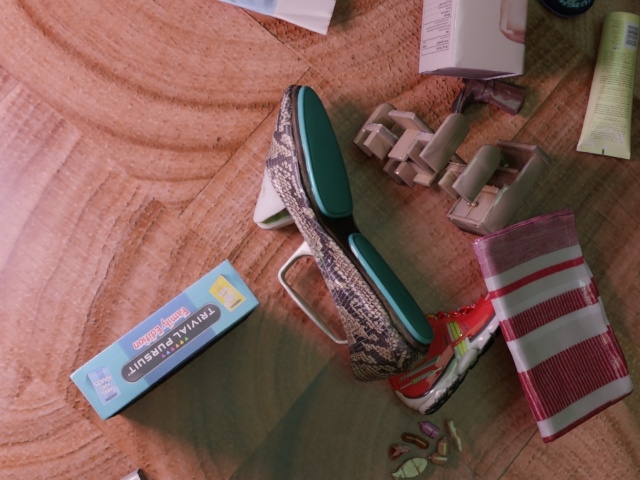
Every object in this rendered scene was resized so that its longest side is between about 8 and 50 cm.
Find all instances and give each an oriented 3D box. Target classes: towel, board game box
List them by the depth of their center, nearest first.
[{"bbox_3d":[-0.218,0.149,1.647,0.254,0.336,0.079,-37,89,-9],"label":"board game box"},{"bbox_3d":[0.372,0.126,1.810,0.237,0.037,0.329,-18,88,-40],"label":"towel"}]

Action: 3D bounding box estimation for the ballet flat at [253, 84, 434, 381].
[{"bbox_3d":[0.000,0.000,1.788,0.182,0.164,0.483,-29,81,21],"label":"ballet flat"}]

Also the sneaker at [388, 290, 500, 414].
[{"bbox_3d":[0.213,0.142,1.822,0.118,0.107,0.279,38,76,13],"label":"sneaker"}]

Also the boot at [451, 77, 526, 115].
[{"bbox_3d":[0.282,-0.226,1.908,0.114,0.037,0.106,23,79,-8],"label":"boot"}]

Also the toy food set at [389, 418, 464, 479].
[{"bbox_3d":[0.162,0.330,1.832,0.122,0.019,0.078,-19,85,-1],"label":"toy food set"}]

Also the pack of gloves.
[{"bbox_3d":[-0.081,-0.451,1.898,0.232,0.046,0.195,17,70,-7],"label":"pack of gloves"}]

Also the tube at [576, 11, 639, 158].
[{"bbox_3d":[0.490,-0.261,1.929,0.070,0.062,0.240,5,86,38],"label":"tube"}]

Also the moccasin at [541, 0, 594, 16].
[{"bbox_3d":[0.374,-0.542,1.916,0.138,0.117,0.342,-21,86,-9],"label":"moccasin"}]

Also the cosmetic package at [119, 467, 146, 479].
[{"bbox_3d":[-0.364,0.489,1.701,0.309,0.113,0.160,-32,87,-9],"label":"cosmetic package"}]

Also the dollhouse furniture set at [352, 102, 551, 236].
[{"bbox_3d":[0.218,-0.141,1.806,0.242,0.212,0.161,40,81,-27],"label":"dollhouse furniture set"}]

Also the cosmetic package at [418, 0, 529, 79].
[{"bbox_3d":[0.246,-0.408,1.807,0.129,0.153,0.296,3,94,-17],"label":"cosmetic package"}]
